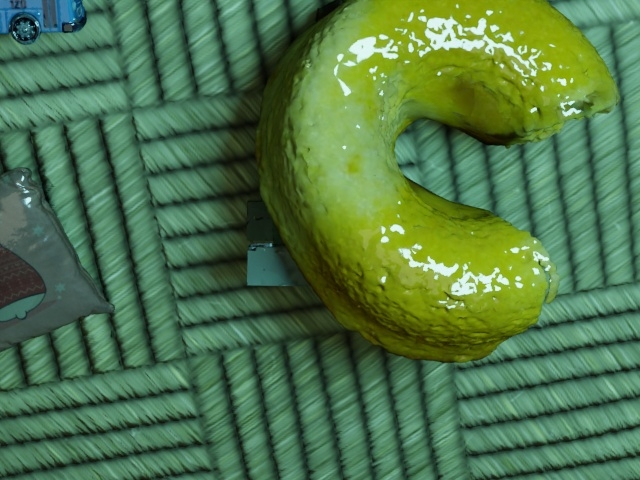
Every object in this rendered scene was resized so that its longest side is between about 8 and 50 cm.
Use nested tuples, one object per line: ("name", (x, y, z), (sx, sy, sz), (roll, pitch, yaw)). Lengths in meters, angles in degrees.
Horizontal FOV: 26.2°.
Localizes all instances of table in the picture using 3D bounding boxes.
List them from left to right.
("table", (0.000, 0.000, 1.636), (0.175, 0.146, 0.062), (0, 112, -3))

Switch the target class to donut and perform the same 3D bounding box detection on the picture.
("donut", (0.119, -0.101, 1.502), (0.378, 0.163, 0.435), (19, 78, -7))

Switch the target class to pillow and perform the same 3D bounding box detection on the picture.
("pillow", (-0.400, 0.039, 1.671), (0.236, 0.084, 0.223), (-20, 111, 9))

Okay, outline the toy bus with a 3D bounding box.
("toy bus", (-0.362, -0.279, 1.552), (0.185, 0.090, 0.106), (-2, 108, -1))
